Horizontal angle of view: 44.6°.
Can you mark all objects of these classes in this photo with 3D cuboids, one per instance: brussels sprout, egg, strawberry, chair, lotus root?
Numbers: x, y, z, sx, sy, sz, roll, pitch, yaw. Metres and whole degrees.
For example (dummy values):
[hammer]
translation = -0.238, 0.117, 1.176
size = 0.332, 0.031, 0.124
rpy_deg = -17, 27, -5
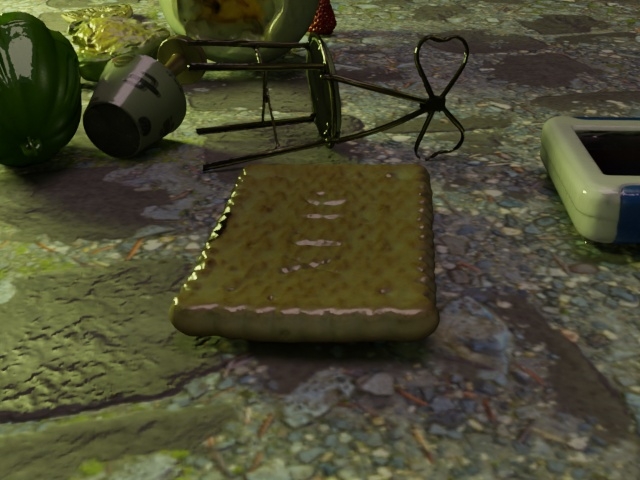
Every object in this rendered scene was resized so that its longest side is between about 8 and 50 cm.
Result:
[brussels sprout]
translation = -0.337, -0.306, 1.275
size = 0.181, 0.100, 0.139
rpy_deg = -6, 38, -15
[egg]
translation = -0.138, -0.447, 1.350
size = 0.278, 0.278, 0.336
rpy_deg = 1, 28, 1
[strawberry]
translation = 0.000, -0.454, 1.578
size = 0.073, 0.083, 0.073
rpy_deg = 11, 35, -8
[chair]
translation = 0.003, -0.182, 0.976
size = 0.326, 0.159, 0.170
rpy_deg = -9, 29, -8
[lotus root]
translation = -0.356, -0.153, 0.927
size = 0.186, 0.186, 0.186
rpy_deg = 0, 27, 0

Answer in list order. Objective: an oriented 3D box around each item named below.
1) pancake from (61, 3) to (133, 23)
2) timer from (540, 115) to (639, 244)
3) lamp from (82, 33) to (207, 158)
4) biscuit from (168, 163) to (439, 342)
[pancake]
translation = -0.483, -0.490, 1.701
size = 0.158, 0.028, 0.158
rpy_deg = -2, 29, 1
[timer]
translation = 0.338, -0.064, 0.827
size = 0.178, 0.078, 0.253
rpy_deg = 1, 26, 6
[lamp]
translation = -0.224, -0.199, 1.029
size = 0.121, 0.121, 0.214
rpy_deg = 9, 40, 16
[biscuit]
translation = 0.000, 0.000, 0.733
size = 0.217, 0.044, 0.325
rpy_deg = 2, 27, 4
